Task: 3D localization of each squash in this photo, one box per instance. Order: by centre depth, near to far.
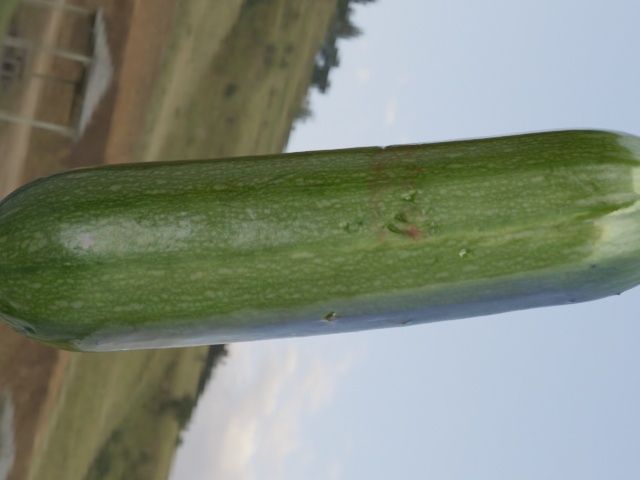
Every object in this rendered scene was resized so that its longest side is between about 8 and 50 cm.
[{"bbox_3d":[0.000,0.000,0.443,0.066,0.229,0.066,-5,90,-84],"label":"squash"}]
